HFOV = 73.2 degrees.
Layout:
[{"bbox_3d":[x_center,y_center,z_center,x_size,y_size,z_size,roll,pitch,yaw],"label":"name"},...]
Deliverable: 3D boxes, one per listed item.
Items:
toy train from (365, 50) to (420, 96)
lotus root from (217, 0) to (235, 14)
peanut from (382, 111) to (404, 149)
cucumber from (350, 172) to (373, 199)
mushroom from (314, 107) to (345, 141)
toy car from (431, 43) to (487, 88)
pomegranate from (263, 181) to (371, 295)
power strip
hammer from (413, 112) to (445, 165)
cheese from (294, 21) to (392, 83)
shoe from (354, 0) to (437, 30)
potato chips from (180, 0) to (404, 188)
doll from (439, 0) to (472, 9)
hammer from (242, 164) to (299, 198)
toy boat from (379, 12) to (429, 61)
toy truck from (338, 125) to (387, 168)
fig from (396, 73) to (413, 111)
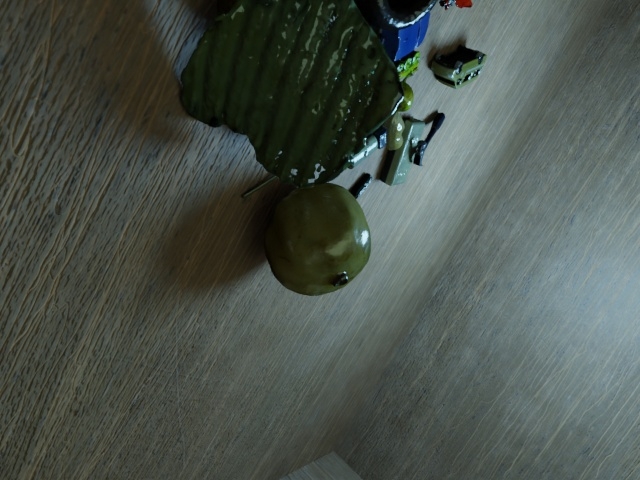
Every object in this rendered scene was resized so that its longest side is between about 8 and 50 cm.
[{"bbox_3d":[0.214,-0.509,1.316,0.249,0.053,0.085,-39,151,-26],"label":"toy train"},{"bbox_3d":[-0.083,-0.492,0.852,0.260,0.074,0.170,-38,166,-24],"label":"lotus root"},{"bbox_3d":[0.249,-0.373,1.470,0.080,0.080,0.174,-46,151,-16],"label":"peanut"},{"bbox_3d":[0.125,-0.172,1.528,0.039,0.043,0.163,46,74,-20],"label":"cucumber"},{"bbox_3d":[-0.036,-0.295,1.010,0.207,0.215,0.207,-41,151,-29],"label":"mushroom"},{"bbox_3d":[0.493,-0.617,1.559,0.256,0.101,0.124,-34,146,-35],"label":"toy car"},{"bbox_3d":[0.000,0.000,1.250,0.332,0.332,0.333,-35,143,-31],"label":"pomegranate"},{"bbox_3d":[0.304,-0.331,1.594,0.105,0.070,0.257,-20,132,-47],"label":"power strip"},{"bbox_3d":[0.419,-0.395,1.650,0.290,0.037,0.137,-56,162,-33],"label":"hammer"},{"bbox_3d":[0.010,-0.408,0.943,0.320,0.204,0.083,-10,154,-23],"label":"cheese"},{"bbox_3d":[0.187,-0.617,0.994,0.384,0.237,0.171,-37,144,-29],"label":"shoe"},{"bbox_3d":[-0.058,-0.295,0.856,0.373,0.097,0.389,38,122,-22],"label":"potato chips"},{"bbox_3d":[0.446,-0.786,1.374,0.169,0.057,0.109,-36,146,-31],"label":"doll"},{"bbox_3d":[-0.127,-0.160,1.170,0.195,0.060,0.028,-38,145,-21],"label":"hammer"},{"bbox_3d":[0.253,-0.612,1.253,0.295,0.088,0.129,-45,149,-39],"label":"toy boat"},{"bbox_3d":[0.128,-0.299,1.358,0.201,0.088,0.074,-40,144,-26],"label":"toy truck"},{"bbox_3d":[0.259,-0.482,1.406,0.166,0.093,0.093,-80,172,-46],"label":"fig"}]
